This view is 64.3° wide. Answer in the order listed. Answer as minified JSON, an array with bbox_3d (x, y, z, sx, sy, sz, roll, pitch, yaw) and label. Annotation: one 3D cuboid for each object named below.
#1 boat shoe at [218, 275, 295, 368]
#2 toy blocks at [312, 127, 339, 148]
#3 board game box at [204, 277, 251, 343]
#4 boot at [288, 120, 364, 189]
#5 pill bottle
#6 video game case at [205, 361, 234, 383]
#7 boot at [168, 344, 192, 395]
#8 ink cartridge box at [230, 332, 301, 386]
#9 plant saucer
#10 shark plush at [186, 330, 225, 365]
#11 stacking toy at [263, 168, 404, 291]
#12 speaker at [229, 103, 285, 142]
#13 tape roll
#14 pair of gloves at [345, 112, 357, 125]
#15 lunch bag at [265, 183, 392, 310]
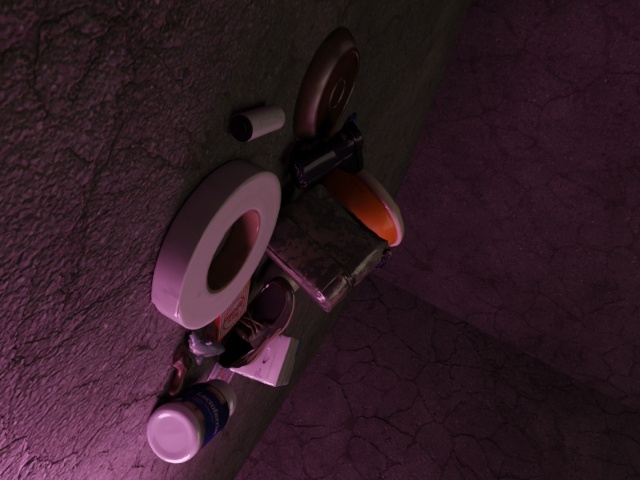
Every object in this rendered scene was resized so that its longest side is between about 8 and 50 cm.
[{"bbox_3d":[-0.195,0.265,1.537,0.356,0.132,0.130,-60,163,22],"label":"boat shoe"},{"bbox_3d":[0.005,-0.255,1.505,0.148,0.054,0.123,-46,159,-52],"label":"toy blocks"},{"bbox_3d":[-0.249,0.170,1.372,0.147,0.045,0.194,-51,163,-43],"label":"board game box"},{"bbox_3d":[0.013,-0.212,1.403,0.207,0.094,0.246,-31,167,-5],"label":"boot"},{"bbox_3d":[-0.341,0.482,1.402,0.153,0.153,0.264,-65,168,9],"label":"pill bottle"},{"bbox_3d":[-0.342,0.478,1.687,0.184,0.023,0.201,-63,167,-2],"label":"video game case"},{"bbox_3d":[-0.358,0.326,1.274,0.114,0.037,0.107,102,6,-59],"label":"boot"},{"bbox_3d":[-0.184,0.397,1.771,0.233,0.168,0.172,67,40,-74],"label":"ink cartridge box"},{"bbox_3d":[0.027,-0.391,1.331,0.311,0.050,0.311,-57,166,-22],"label":"plant saucer"},{"bbox_3d":[-0.300,0.254,1.299,0.161,0.067,0.073,75,9,-47],"label":"shark plush"},{"bbox_3d":[0.000,0.000,1.656,0.479,0.351,0.351,-39,162,-13],"label":"stacking toy"},{"bbox_3d":[-0.124,-0.236,1.017,0.136,0.055,0.055,-44,158,-57],"label":"speaker"},{"bbox_3d":[-0.216,0.011,1.122,0.392,0.071,0.392,-57,167,-22],"label":"tape roll"},{"bbox_3d":[0.087,-0.337,1.744,0.159,0.023,0.198,-57,166,-18],"label":"pair of gloves"},{"bbox_3d":[0.012,0.015,1.416,0.256,0.305,0.212,-45,165,-7],"label":"lunch bag"}]
